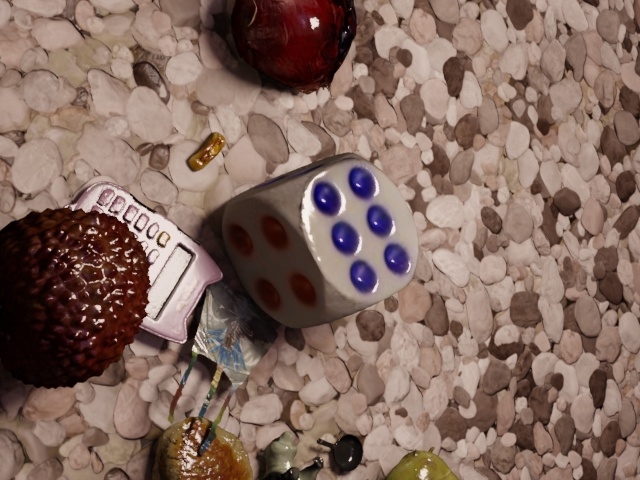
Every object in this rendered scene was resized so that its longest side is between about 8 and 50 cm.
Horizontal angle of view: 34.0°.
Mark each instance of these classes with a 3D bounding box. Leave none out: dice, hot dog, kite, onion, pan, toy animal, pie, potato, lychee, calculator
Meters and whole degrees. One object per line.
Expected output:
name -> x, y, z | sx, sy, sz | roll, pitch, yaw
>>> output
dice -> 0.000, 0.000, 1.843 | 0.243, 0.251, 0.259 | -30, 101, -37
hot dog -> -0.196, -0.160, 1.856 | 0.030, 0.034, 0.090 | 50, 58, -19
kite -> -0.181, 0.205, 1.784 | 0.169, 0.015, 0.310 | 48, 43, -20
onion -> -0.044, -0.416, 1.904 | 0.281, 0.221, 0.281 | -3, 90, -66
pan -> 0.031, 0.388, 1.947 | 0.115, 0.023, 0.068 | 29, 67, -33
toy animal -> -0.051, 0.447, 1.821 | 0.093, 0.121, 0.225 | -4, 80, -46
pie -> -0.194, 0.382, 1.750 | 0.193, 0.079, 0.163 | 48, 53, -19
potato -> 0.207, 0.518, 1.991 | 0.169, 0.143, 0.248 | -30, 109, 3
lychee -> -0.386, 0.084, 1.533 | 0.300, 0.264, 0.264 | -27, 99, -33
calculator -> -0.311, 0.034, 1.740 | 0.294, 0.043, 0.194 | 39, 63, -22
